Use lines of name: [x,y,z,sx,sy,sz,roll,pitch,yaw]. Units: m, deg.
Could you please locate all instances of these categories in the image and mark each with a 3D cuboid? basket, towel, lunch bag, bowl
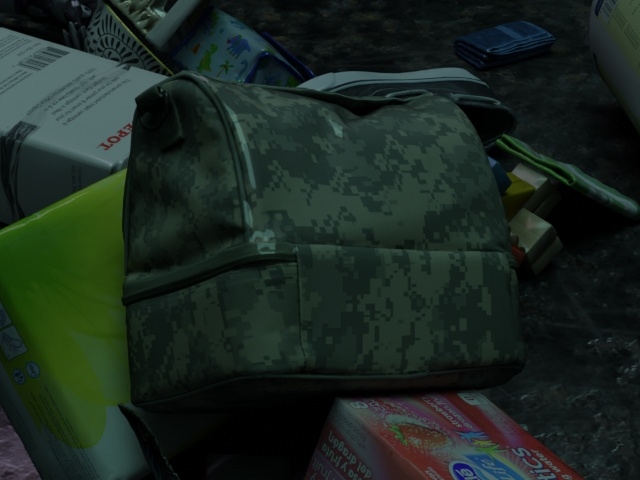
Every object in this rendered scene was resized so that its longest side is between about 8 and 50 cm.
basket: [-0.171,-0.283,1.890,0.103,0.113,0.167,41,6,1]
towel: [0.260,-0.067,1.757,0.113,0.023,0.152,33,7,37]
lunch bag: [0.000,0.000,1.333,0.305,0.256,0.212,3,-12,-39]
bowl: [-0.209,-0.186,1.886,0.080,0.170,0.170,-44,39,6]
lunch bag: [-0.069,-0.175,1.877,0.151,0.096,0.129,38,5,-47]
towel: [0.228,-0.246,2.107,0.119,0.029,0.067,-19,38,-32]

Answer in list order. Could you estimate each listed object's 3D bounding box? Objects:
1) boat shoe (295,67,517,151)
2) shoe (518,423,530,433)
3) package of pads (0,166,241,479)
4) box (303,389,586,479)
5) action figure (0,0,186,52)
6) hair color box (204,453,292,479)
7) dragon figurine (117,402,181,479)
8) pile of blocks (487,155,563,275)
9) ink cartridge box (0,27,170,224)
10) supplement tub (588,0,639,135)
boat shoe: [0.077,-0.117,1.821,0.301,0.108,0.102,-9,32,-33]
shoe: [0.100,0.190,1.367,0.063,0.081,0.178,-11,4,-43]
package of pads: [-0.146,0.061,1.405,0.296,0.229,0.101,-30,3,-43]
box: [0.126,0.240,1.178,0.154,0.142,0.300,2,26,-42]
action figure: [-0.276,-0.276,2.035,0.285,0.099,0.185,23,27,20]
hair color box: [-0.056,0.225,1.308,0.072,0.043,0.141,3,31,-3]
dragon figurine: [-0.060,0.247,1.128,0.144,0.289,0.085,-7,-3,41]
pile of blocks: [0.114,-0.005,1.597,0.362,0.149,0.112,-20,39,-34]
ink cartridge box: [-0.271,-0.105,1.741,0.273,0.115,0.198,18,35,21]
supplement tub: [0.442,-0.181,1.835,0.235,0.235,0.325,-2,33,-10]
